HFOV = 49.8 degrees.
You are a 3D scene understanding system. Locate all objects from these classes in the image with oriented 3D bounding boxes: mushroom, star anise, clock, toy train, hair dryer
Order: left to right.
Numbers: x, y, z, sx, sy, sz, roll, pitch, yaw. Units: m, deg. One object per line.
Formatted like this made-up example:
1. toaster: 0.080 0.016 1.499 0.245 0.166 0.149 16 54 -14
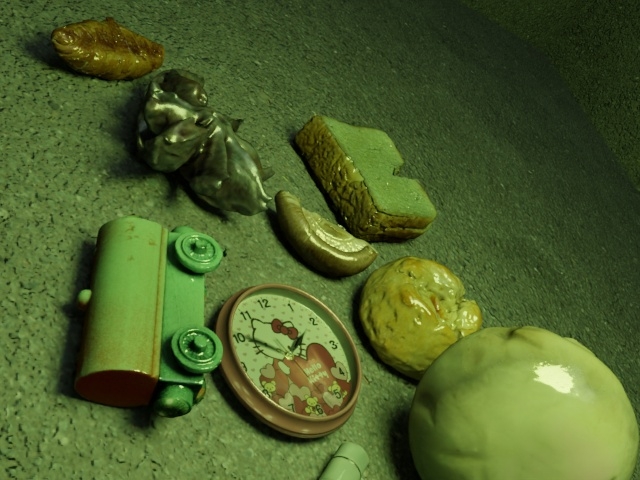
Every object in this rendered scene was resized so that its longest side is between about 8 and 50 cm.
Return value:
1. toy train: -0.216 0.087 0.869 0.177 0.116 0.285 12 45 -20
2. star anise: -0.200 -0.158 1.134 0.315 0.139 0.359 54 20 2
3. clock: -0.044 0.168 0.991 0.245 0.056 0.244 24 41 -23
4. mushroom: -0.002 0.001 1.194 0.210 0.072 0.094 31 34 -12
5. hair dryer: 0.058 0.346 0.920 0.137 0.047 0.082 50 35 -3
6. mushroom: 0.287 0.300 1.007 0.315 0.356 0.315 -6 45 6

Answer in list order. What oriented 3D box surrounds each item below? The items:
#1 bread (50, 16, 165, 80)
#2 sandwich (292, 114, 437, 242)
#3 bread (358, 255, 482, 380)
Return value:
1. bread: -0.365 -0.318 1.161 0.233 0.076 0.104 -12 74 -58
2. sandwich: 0.103 -0.118 1.408 0.249 0.095 0.273 2 51 -49
3. bread: 0.181 0.124 1.197 0.245 0.134 0.244 26 41 -25
